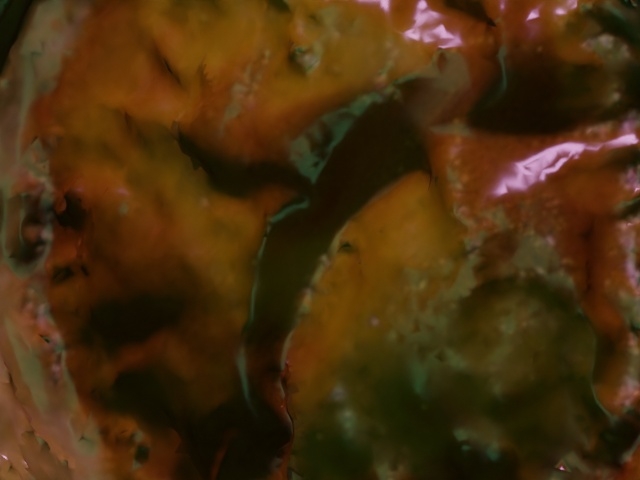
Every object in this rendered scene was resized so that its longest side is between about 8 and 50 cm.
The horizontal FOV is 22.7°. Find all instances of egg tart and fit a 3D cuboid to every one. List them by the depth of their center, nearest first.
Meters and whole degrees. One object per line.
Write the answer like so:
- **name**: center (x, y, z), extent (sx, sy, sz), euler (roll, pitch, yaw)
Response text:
- **egg tart**: center (0.000, 0.001, 0.610), extent (0.341, 0.132, 0.341), euler (1, 87, -22)
